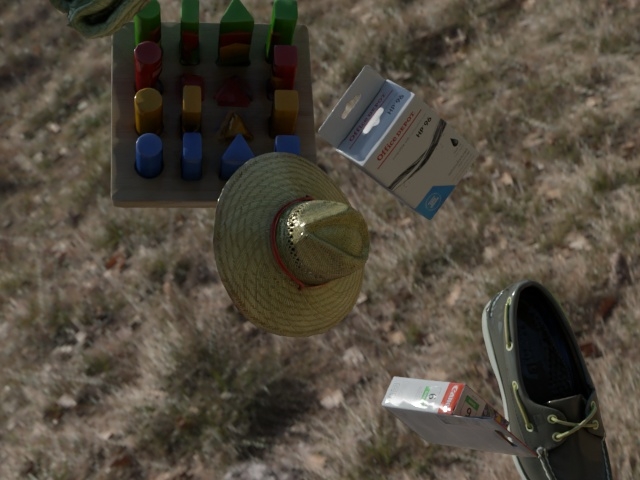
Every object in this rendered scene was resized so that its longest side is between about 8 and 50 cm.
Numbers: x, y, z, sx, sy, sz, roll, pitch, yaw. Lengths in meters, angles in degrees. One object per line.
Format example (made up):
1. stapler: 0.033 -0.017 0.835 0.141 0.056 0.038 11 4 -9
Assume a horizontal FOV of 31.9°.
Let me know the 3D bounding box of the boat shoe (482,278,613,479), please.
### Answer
1. boat shoe: 0.274 0.193 1.323 0.109 0.091 0.305 -13 72 -14

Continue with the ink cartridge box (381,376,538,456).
1. ink cartridge box: 0.109 0.134 0.856 0.115 0.063 0.029 -3 54 49

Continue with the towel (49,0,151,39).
1. towel: -0.025 -0.115 0.363 0.110 0.027 0.148 -28 23 20

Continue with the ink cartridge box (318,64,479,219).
1. ink cartridge box: 0.043 -0.052 0.608 0.048 0.083 0.028 -55 42 2

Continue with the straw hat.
1. straw hat: 0.000 0.000 0.789 0.061 0.144 0.144 -9 45 48

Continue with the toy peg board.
1. toy peg board: -0.082 -0.114 0.868 0.161 0.079 0.161 -1 68 -8
